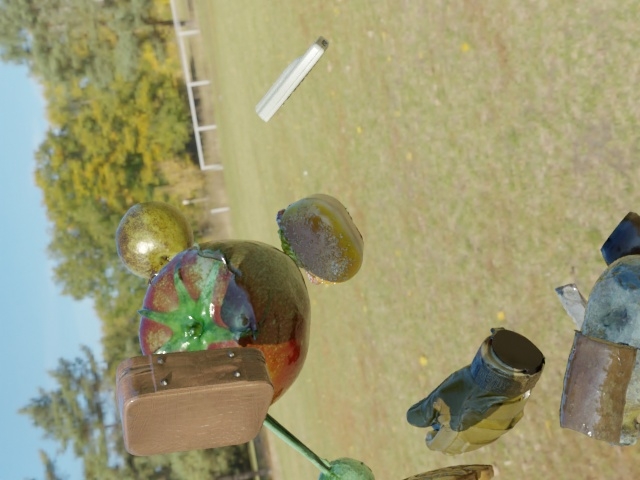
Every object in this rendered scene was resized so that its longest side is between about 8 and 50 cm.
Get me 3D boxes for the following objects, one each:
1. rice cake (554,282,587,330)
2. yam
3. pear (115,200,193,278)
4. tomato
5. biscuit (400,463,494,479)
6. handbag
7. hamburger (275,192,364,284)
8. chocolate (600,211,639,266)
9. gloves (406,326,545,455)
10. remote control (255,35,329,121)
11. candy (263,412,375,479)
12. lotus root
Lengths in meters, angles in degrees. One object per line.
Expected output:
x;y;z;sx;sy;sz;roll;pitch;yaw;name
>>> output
0.592;0.204;1.770;0.270;0.055;0.049;56;180;23;rice cake
0.341;0.181;1.027;0.084;0.084;0.127;-177;99;-83;yam
-0.404;0.004;2.067;0.197;0.197;0.197;170;90;-83;pear
-0.154;0.141;1.437;0.239;0.303;0.303;2;-104;-64;tomato
0.171;0.345;1.188;0.250;0.162;0.035;73;180;-79;biscuit
-0.164;0.211;1.083;0.072;0.193;0.151;-115;27;-43;handbag
0.000;0.000;1.803;0.116;0.173;0.210;-46;-67;-46;hamburger
0.618;0.021;1.594;0.133;0.124;0.127;40;133;24;chocolate
0.270;0.289;1.464;0.141;0.154;0.331;53;140;24;gloves
-0.066;-0.371;1.906;0.230;0.049;0.090;-46;9;27;remote control
-0.047;0.399;1.645;0.440;0.119;0.119;45;-175;-18;candy
0.520;0.172;1.408;0.175;0.175;0.349;141;149;-82;lotus root
